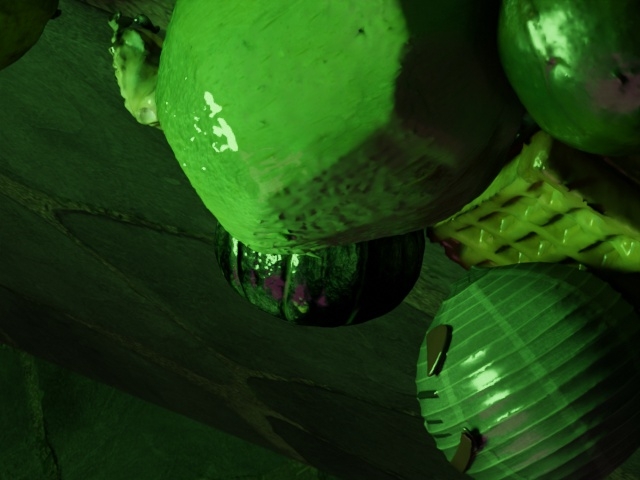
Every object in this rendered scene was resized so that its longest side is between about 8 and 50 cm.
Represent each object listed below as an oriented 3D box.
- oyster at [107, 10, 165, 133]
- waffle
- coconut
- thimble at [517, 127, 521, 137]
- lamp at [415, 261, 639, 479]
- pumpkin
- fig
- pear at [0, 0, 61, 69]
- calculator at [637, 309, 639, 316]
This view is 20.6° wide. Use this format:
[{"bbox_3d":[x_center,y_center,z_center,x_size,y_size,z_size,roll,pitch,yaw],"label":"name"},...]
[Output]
[{"bbox_3d":[-0.100,-0.151,1.779,0.237,0.115,0.351,15,-172,17],"label":"oyster"},{"bbox_3d":[0.250,-0.015,1.722,0.224,0.098,0.327,30,161,-8],"label":"waffle"},{"bbox_3d":[0.036,-0.142,1.373,0.281,0.328,0.328,59,167,12],"label":"coconut"},{"bbox_3d":[0.141,-0.107,1.640,0.062,0.084,0.110,33,164,-12],"label":"thimble"},{"bbox_3d":[0.201,0.127,1.675,0.233,0.233,0.265,28,176,4],"label":"lamp"},{"bbox_3d":[0.000,0.000,1.847,0.220,0.162,0.220,10,-157,-4],"label":"pumpkin"},{"bbox_3d":[0.207,-0.177,1.237,0.245,0.195,0.195,66,161,3],"label":"fig"},{"bbox_3d":[-0.413,-0.275,1.744,0.375,0.287,0.287,15,175,-40],"label":"pear"},{"bbox_3d":[0.358,0.123,2.009,0.293,0.051,0.173,21,162,25],"label":"calculator"}]
